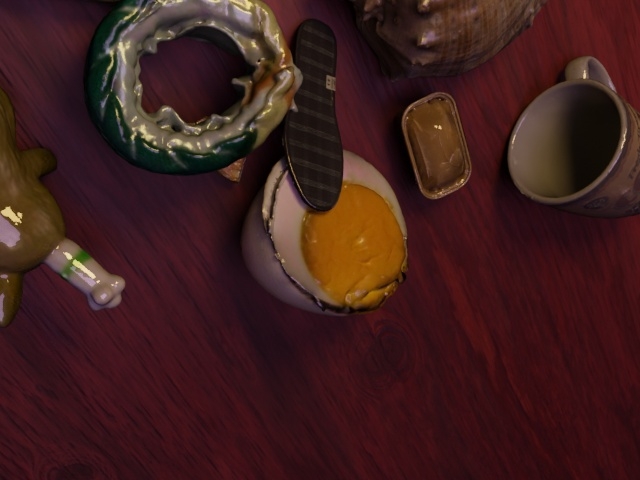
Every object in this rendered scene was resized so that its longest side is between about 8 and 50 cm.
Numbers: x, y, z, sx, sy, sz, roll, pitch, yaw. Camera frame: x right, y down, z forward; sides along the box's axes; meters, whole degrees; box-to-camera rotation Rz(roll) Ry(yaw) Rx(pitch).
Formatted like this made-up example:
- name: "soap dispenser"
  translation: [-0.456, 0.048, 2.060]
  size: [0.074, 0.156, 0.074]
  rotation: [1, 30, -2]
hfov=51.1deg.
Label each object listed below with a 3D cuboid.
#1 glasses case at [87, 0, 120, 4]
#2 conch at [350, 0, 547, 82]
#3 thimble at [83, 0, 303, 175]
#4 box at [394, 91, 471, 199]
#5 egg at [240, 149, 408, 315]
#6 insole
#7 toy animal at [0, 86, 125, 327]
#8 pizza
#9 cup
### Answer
- name: "glasses case"
  translation: [-0.422, -0.402, 0.813]
  size: [0.424, 0.098, 0.157]
  rotation: [5, 100, -23]
- name: "conch"
  translation: [0.179, -0.353, 0.987]
  size: [0.351, 0.210, 0.297]
  rotation: [6, 134, 6]
- name: "thimble"
  translation: [-0.175, -0.218, 0.920]
  size: [0.287, 0.167, 0.255]
  rotation: [-9, 100, -18]
- name: "box"
  translation: [0.190, -0.161, 1.136]
  size: [0.111, 0.111, 0.177]
  rotation: [-27, 115, -11]
- name: "egg"
  translation: [-0.002, -0.005, 1.076]
  size: [0.286, 0.174, 0.265]
  rotation: [-3, 80, -35]
- name: "insole"
  translation: [-0.005, -0.193, 1.010]
  size: [0.110, 0.012, 0.310]
  rotation: [12, 71, -30]
- name: "toy animal"
  translation: [-0.424, -0.044, 0.882]
  size: [0.181, 0.180, 0.363]
  rotation: [-32, 114, -10]
- name: "pizza"
  translation: [-0.141, -0.158, 1.048]
  size: [0.108, 0.026, 0.123]
  rotation: [-42, 115, -8]
- name: "cup"
  translation: [0.506, -0.179, 1.226]
  size: [0.256, 0.227, 0.302]
  rotation: [16, 71, -38]
